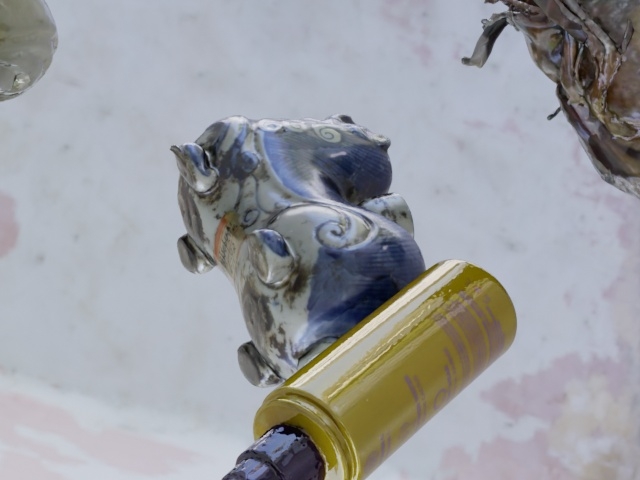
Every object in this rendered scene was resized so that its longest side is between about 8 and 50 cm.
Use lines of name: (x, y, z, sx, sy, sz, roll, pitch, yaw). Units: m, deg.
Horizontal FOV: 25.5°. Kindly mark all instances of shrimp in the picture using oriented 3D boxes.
shrimp: (0.181, -0.167, 1.016, 0.116, 0.343, 0.145, -32, -8, -25)

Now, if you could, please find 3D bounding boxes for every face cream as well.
face cream: (0.020, 0.103, 0.872, 0.273, 0.078, 0.078, -35, -15, -42)

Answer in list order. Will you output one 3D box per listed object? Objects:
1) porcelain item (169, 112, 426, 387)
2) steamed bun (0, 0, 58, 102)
porcelain item: (0.000, 0.000, 1.095, 0.288, 0.186, 0.138, -128, 34, -48)
steamed bun: (-0.419, -0.224, 1.181, 0.339, 0.352, 0.247, -32, -46, -63)
